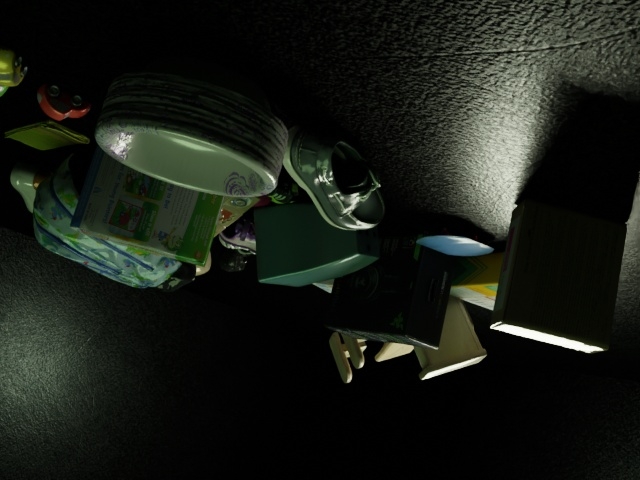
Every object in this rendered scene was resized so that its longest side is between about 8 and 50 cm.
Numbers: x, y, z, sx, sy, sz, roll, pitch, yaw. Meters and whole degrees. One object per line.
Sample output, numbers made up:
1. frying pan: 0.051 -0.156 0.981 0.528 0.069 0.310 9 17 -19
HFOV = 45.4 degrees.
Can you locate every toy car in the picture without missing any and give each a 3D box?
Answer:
1. toy car: -0.569 -0.277 1.385 0.225 0.053 0.239 7 165 27

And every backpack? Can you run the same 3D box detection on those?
1. backpack: -0.485 -0.050 1.786 0.273 0.290 0.355 -27 141 14

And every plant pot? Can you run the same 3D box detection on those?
1. plant pot: 0.000 0.000 1.669 0.234 0.165 0.166 -11 168 31

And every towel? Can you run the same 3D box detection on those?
1. towel: -0.615 -0.230 1.708 0.237 0.021 0.102 0 160 47

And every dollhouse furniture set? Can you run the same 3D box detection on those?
1. dollhouse furniture set: 0.266 0.284 2.114 0.362 0.256 0.394 -13 156 -18

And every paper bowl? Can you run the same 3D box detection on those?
1. paper bowl: -0.188 -0.180 1.179 0.284 0.148 0.284 13 166 3

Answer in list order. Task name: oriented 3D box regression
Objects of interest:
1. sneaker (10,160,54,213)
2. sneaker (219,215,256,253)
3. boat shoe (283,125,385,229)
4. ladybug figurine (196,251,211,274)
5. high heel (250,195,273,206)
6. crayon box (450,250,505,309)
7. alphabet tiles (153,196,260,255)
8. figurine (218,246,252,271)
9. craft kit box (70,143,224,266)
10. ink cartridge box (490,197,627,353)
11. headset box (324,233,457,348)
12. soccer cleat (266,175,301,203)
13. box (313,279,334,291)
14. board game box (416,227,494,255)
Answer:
1. sneaker: -0.744 -0.122 2.110 0.123 0.105 0.290 16 166 5
2. sneaker: -0.174 -0.017 1.997 0.236 0.095 0.104 10 159 20
3. boat shoe: 0.050 -0.097 1.354 0.099 0.116 0.319 10 162 34
4. ladybug figurine: -0.512 -0.020 2.091 0.449 0.161 0.305 13 -175 -3
5. high heel: -0.226 -0.106 1.688 0.244 0.082 0.117 -7 149 25
6. crayon box: 0.447 0.100 1.830 0.203 0.083 0.323 20 167 -23
7. alphabet tiles: -0.305 -0.086 1.589 0.285 0.011 0.342 28 129 -37
8. figurine: -0.185 0.054 2.320 0.215 0.092 0.209 17 163 -15
9. craft kit box: -0.295 -0.103 1.395 0.247 0.249 0.061 16 167 -1
10. ink cartridge box: 0.423 0.064 1.361 0.193 0.234 0.088 15 166 0
11. headset box: 0.175 0.117 1.825 0.283 0.246 0.131 2 162 46
12. soccer cleat: -0.086 -0.114 1.569 0.072 0.060 0.179 1 171 13
13. box: 0.091 0.095 2.141 0.203 0.103 0.114 5 164 36
14. board game box: 0.297 -0.003 1.675 0.169 0.033 0.133 18 162 -39
